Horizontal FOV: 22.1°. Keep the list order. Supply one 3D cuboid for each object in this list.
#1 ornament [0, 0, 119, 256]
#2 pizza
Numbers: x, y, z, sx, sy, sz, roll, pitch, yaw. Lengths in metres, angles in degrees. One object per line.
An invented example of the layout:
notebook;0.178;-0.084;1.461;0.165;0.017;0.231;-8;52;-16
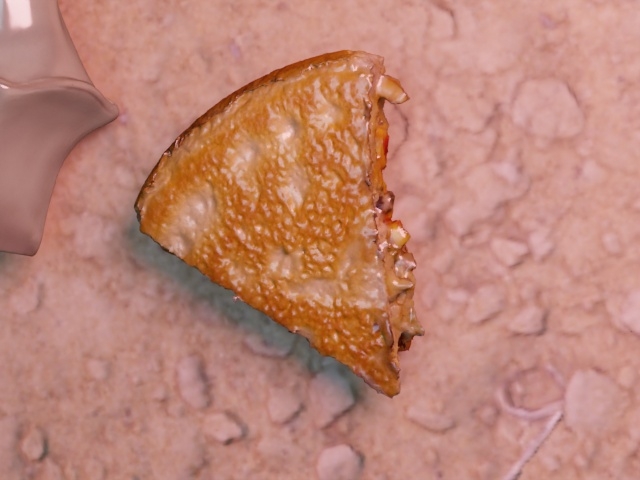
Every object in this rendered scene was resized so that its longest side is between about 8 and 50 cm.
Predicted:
ornament;-0.186;-0.130;0.970;0.120;0.130;0.285;6;102;30
pizza;0.000;0.000;0.956;0.188;0.062;0.199;-28;92;26
